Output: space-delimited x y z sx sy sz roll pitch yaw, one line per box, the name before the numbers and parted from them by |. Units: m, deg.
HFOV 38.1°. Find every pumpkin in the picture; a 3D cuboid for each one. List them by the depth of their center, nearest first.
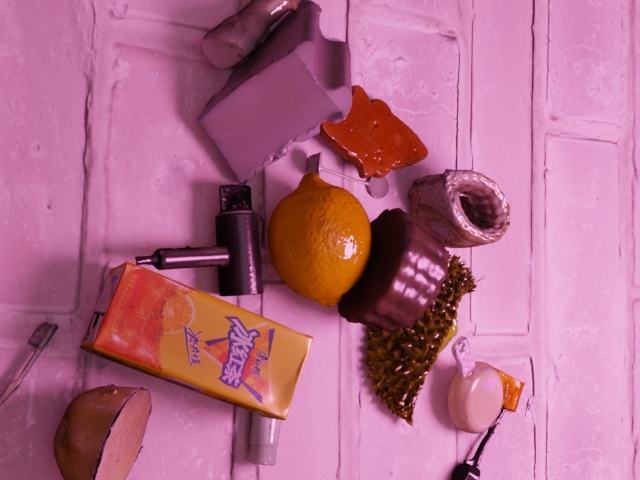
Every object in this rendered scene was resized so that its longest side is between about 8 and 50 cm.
pumpkin | 0.394 0.316 1.965 0.101 0.035 0.073 25 73 -26

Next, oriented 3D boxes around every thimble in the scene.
thimble | 0.269 -0.066 1.840 0.190 0.143 0.137 38 70 -25

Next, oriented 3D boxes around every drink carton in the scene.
drink carton | -0.200 0.170 1.543 0.351 0.111 0.154 25 74 -21

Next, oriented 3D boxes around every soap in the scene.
soap | -0.079 -0.278 1.699 0.159 0.258 0.302 47 22 -20

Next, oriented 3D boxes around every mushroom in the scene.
mushroom | -0.118 -0.390 1.653 0.081 0.092 0.223 43 59 -4

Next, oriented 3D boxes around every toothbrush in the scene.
toothbrush | -0.497 0.250 1.430 0.028 0.026 0.294 32 71 -7

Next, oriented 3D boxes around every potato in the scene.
potato | -0.358 0.312 1.458 0.117 0.182 0.202 18 97 8

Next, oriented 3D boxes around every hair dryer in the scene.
hair dryer | -0.206 0.003 1.566 0.248 0.078 0.195 -3 88 -45

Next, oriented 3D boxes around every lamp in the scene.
lamp | 0.061 -0.123 1.773 0.198 0.056 0.050 13 78 -34

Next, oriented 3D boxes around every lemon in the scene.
lemon | 0.000 0.000 1.652 0.187 0.187 0.244 -6 91 -31

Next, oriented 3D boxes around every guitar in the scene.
guitar | 0.314 0.448 1.895 0.038 0.084 0.271 38 62 -13

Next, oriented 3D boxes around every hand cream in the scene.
hand cream | -0.094 0.298 1.662 0.078 0.050 0.204 12 77 -25

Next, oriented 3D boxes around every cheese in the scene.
cheese | 0.302 0.284 1.857 0.137 0.064 0.227 -43 129 -31

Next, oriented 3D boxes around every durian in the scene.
durian | 0.197 0.168 1.831 0.355 0.158 0.169 -61 151 -18

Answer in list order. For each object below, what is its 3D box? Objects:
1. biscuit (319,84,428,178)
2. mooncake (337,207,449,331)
biscuit | 0.100 -0.202 1.795 0.280 0.043 0.183 12 74 -41
mooncake | 0.131 0.061 1.704 0.124 0.228 0.228 27 74 -26
